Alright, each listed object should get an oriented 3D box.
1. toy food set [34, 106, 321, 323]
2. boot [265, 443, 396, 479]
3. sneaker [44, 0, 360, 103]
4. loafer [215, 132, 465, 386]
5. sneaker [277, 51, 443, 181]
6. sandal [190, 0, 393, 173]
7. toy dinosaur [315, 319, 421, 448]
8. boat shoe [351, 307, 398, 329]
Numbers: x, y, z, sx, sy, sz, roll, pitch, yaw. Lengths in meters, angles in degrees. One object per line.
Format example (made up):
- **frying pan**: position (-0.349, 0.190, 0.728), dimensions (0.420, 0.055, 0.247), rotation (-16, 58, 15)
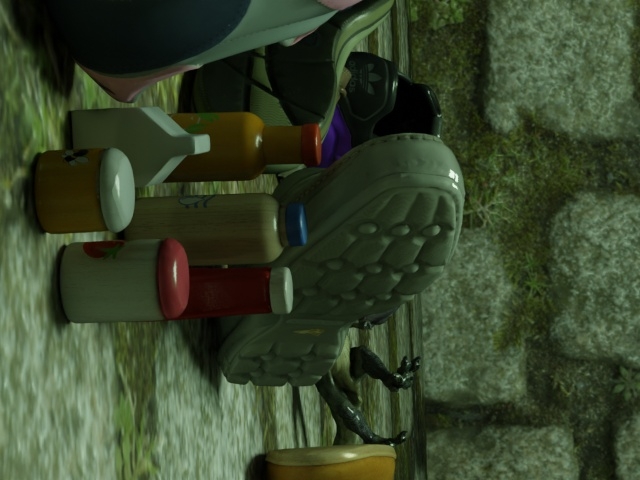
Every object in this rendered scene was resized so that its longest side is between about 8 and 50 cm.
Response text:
- **toy food set**: position (-0.063, -0.014, 0.877), dimensions (0.232, 0.104, 0.111), rotation (-32, 120, -82)
- **boot**: position (0.013, 0.278, 1.391), dimensions (0.295, 0.104, 0.211), rotation (75, 14, -76)
- **sneaker**: position (0.012, -0.166, 0.841), dimensions (0.131, 0.319, 0.112), rotation (93, -27, -57)
- **loafer**: position (0.000, 0.000, 1.076), dimensions (0.319, 0.112, 0.111), rotation (135, -45, -59)
- **sneaker**: position (0.038, -0.088, 1.518), dimensions (0.293, 0.146, 0.102), rotation (63, 26, -72)
- **sandal**: position (-0.029, -0.125, 1.218), dimensions (0.303, 0.120, 0.086), rotation (-65, 170, -53)
- **toy dinosaur**: position (0.029, 0.133, 1.532), dimensions (0.064, 0.118, 0.268), rotation (-34, 133, -34)
- **boat shoe**: position (0.036, 0.038, 1.671), dimensions (0.285, 0.092, 0.103), rotation (25, 63, -82)
